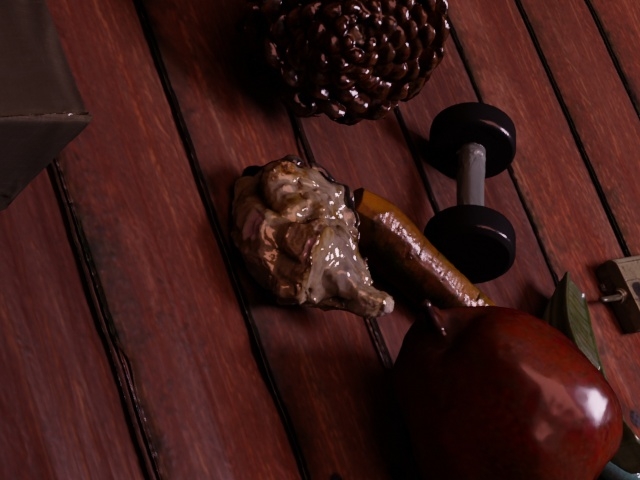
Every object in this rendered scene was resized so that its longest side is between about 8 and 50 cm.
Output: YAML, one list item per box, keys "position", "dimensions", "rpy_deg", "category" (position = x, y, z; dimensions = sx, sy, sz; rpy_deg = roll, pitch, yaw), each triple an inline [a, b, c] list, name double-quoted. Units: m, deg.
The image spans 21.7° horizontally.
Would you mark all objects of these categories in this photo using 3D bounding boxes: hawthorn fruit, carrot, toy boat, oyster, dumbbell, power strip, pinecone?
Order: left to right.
- position: [0.000, 0.000, 1.616]
  dimensions: [0.191, 0.081, 0.163]
  rpy_deg: [35, 56, -12]
  category: "oyster"
- position: [0.024, -0.226, 1.733]
  dimensions: [0.221, 0.221, 0.221]
  rpy_deg: [25, 47, -31]
  category: "pinecone"
- position: [0.140, 0.060, 1.742]
  dimensions: [0.314, 0.066, 0.066]
  rpy_deg: [40, 41, -19]
  category: "carrot"
- position: [0.164, -0.054, 1.819]
  dimensions: [0.100, 0.100, 0.191]
  rpy_deg: [30, 44, -27]
  category: "dumbbell"
- position: [0.166, 0.147, 1.590]
  dimensions: [0.248, 0.208, 0.208]
  rpy_deg: [54, 38, -13]
  category: "hawthorn fruit"
- position: [0.289, 0.144, 1.787]
  dimensions: [0.093, 0.055, 0.293]
  rpy_deg: [52, 14, -33]
  category: "toy boat"
- position: [0.414, 0.059, 2.041]
  dimensions: [0.268, 0.034, 0.092]
  rpy_deg: [-7, 69, -47]
  category: "power strip"

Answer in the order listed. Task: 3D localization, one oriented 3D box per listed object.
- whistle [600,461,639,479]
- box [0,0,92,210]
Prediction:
- position: [0.306, 0.234, 1.805]
  dimensions: [0.186, 0.039, 0.039]
  rpy_deg: [39, 41, -18]
  category: "whistle"
- position: [-0.333, -0.119, 1.328]
  dimensions: [0.231, 0.155, 0.149]
  rpy_deg: [-2, 62, -44]
  category: "box"
